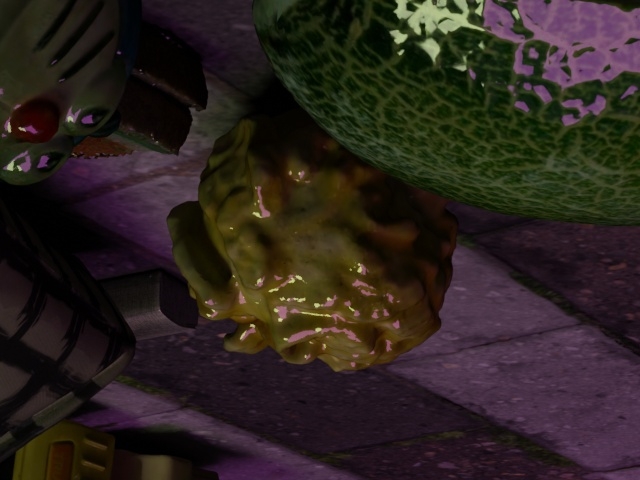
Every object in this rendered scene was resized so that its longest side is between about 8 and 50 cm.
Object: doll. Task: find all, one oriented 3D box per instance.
[{"bbox_3d":[-0.223,-0.150,0.951,0.198,0.186,0.322,-38,127,9],"label":"doll"}]

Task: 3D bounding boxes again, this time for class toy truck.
[{"bbox_3d":[-0.265,0.313,2.044,0.254,0.180,0.405,-12,155,31],"label":"toy truck"}]

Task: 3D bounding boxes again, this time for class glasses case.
[{"bbox_3d":[-0.219,0.075,1.647,0.205,0.047,0.071,-11,155,25],"label":"glasses case"}]

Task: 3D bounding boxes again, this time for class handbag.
[{"bbox_3d":[-0.343,0.096,1.388,0.327,0.162,0.325,-40,154,-1],"label":"handbag"}]

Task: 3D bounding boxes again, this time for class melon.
[{"bbox_3d":[0.137,-0.115,1.028,0.343,0.226,0.331,-7,177,-17],"label":"melon"}]

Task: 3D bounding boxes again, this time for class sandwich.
[{"bbox_3d":[-0.206,-0.104,1.181,0.235,0.079,0.159,20,150,-40],"label":"sandwich"}]

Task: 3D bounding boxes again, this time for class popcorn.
[{"bbox_3d":[-0.009,0.003,1.300,0.217,0.181,0.235,-17,152,35],"label":"popcorn"}]
